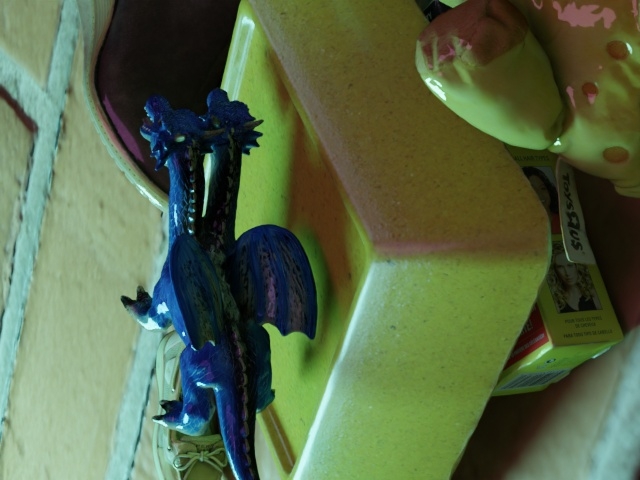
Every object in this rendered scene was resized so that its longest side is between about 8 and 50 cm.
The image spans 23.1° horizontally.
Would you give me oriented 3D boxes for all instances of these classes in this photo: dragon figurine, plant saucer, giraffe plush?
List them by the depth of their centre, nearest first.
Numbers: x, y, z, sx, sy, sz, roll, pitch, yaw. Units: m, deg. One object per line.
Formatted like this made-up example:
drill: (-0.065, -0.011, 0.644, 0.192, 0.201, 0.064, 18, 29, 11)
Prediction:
giraffe plush: (0.164, -0.116, 0.788, 0.170, 0.181, 0.210, -32, 74, 43)
dragon figurine: (-0.056, 0.042, 0.942, 0.144, 0.085, 0.289, 114, 144, -50)
plant saucer: (0.000, 0.000, 1.012, 0.333, 0.081, 0.333, 108, 146, -43)

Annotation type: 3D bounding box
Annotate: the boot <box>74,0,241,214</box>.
boot: (-0.080, -0.164, 1.151, 0.207, 0.090, 0.248, -30, 67, 25)

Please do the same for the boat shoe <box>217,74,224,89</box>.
boat shoe: (-0.088, -0.125, 1.238, 0.135, 0.050, 0.045, 39, 119, 36)

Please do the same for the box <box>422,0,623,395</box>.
box: (0.104, -0.028, 0.952, 0.087, 0.058, 0.232, -41, 59, 51)

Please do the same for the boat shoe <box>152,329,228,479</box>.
boat shoe: (-0.101, 0.144, 1.259, 0.048, 0.056, 0.153, -24, 64, 58)
